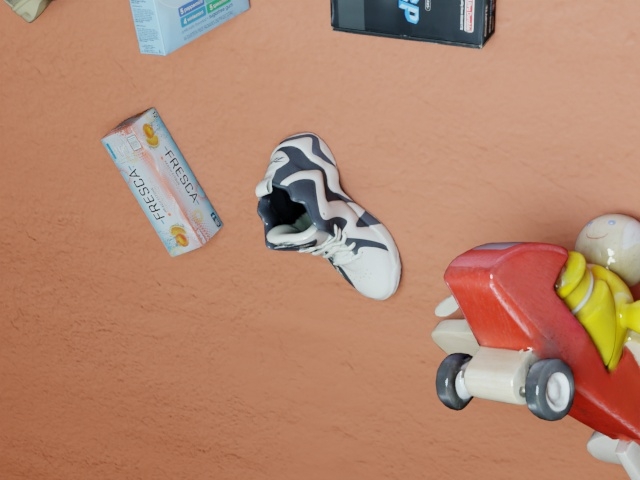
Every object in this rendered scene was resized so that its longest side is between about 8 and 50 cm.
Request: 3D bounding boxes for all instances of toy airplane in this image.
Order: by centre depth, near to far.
[{"bbox_3d":[0.316,0.108,1.302,0.386,0.272,0.384,15,163,7],"label":"toy airplane"}]

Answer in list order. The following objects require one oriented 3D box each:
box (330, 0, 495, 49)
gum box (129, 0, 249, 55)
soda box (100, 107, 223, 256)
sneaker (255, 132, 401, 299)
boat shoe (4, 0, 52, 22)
[{"bbox_3d":[0.095,-0.318,1.246,0.175,0.051,0.220,11,123,20],"label":"box"},{"bbox_3d":[-0.151,-0.315,1.300,0.041,0.157,0.184,12,125,32],"label":"gum box"},{"bbox_3d":[-0.202,-0.074,1.536,0.058,0.063,0.183,-17,110,34],"label":"soda box"},{"bbox_3d":[0.000,0.000,1.425,0.094,0.153,0.235,-16,112,34],"label":"sneaker"},{"bbox_3d":[-0.316,-0.333,1.343,0.098,0.109,0.302,33,160,-21],"label":"boat shoe"}]
